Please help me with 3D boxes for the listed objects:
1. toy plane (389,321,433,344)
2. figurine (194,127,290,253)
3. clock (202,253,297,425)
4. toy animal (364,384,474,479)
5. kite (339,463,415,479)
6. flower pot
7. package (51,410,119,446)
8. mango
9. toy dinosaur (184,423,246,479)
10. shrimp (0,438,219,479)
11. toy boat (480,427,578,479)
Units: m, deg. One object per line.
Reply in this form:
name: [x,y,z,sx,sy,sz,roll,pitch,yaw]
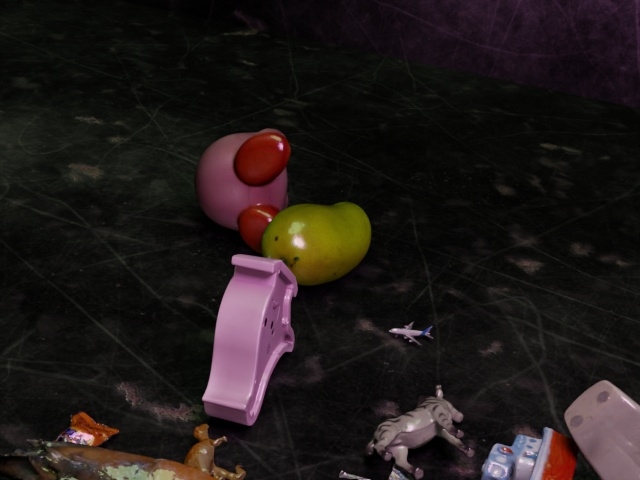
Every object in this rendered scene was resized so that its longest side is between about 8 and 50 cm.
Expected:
toy plane: [0.173,0.177,1.993,0.084,0.024,0.078,-4,30,-6]
figurine: [-0.171,-0.125,2.270,0.211,0.270,0.261,-1,20,-3]
clock: [-0.112,0.175,1.789,0.080,0.275,0.290,10,-9,12]
toy animal: [0.159,0.307,1.699,0.216,0.073,0.176,-14,20,-22]
kite: [0.103,0.384,1.609,0.156,0.011,0.139,15,27,14]
flower pot: [0.503,0.371,1.461,0.254,0.164,0.367,38,15,-26]
package: [-0.375,0.303,1.629,0.077,0.033,0.110,9,22,25]
mango: [0.000,0.000,2.148,0.293,0.143,0.175,-20,78,-48]
toy dinosaur: [-0.195,0.346,1.588,0.126,0.039,0.162,30,42,35]
shrimp: [-0.315,0.390,1.444,0.445,0.085,0.272,17,36,14]
toy boat: [0.281,0.388,1.490,0.133,0.145,0.332,14,23,15]
